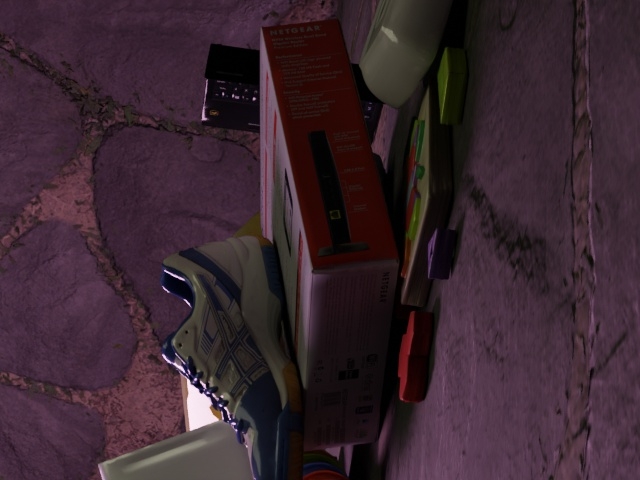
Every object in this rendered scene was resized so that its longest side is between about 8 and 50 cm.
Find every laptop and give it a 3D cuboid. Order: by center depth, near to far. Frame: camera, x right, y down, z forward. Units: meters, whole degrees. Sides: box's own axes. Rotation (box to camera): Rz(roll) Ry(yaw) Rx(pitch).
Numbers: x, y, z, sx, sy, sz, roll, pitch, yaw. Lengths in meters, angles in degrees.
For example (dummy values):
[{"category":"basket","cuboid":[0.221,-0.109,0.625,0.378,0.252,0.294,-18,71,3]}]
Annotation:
[{"category":"laptop","cuboid":[-0.034,-0.162,2.031,0.264,0.234,0.136,104,173,-57]}]

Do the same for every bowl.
[{"category":"bowl","cuboid":[0.080,-0.204,1.477,0.142,0.053,0.142,125,164,-70]}]

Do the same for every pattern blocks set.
[{"category":"pattern blocks set","cuboid":[0.092,-0.041,1.447,0.325,0.026,0.285,-88,7,-61]}]

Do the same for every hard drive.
[{"category":"hard drive","cuboid":[-0.110,0.357,1.726,0.040,0.203,0.307,-6,-104,-61]}]

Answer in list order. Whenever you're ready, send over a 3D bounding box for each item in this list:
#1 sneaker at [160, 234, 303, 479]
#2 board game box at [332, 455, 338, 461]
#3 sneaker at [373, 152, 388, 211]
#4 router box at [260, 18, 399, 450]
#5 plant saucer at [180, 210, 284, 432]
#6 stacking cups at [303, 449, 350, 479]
[{"category":"sneaker","cuboid":[-0.092,0.136,1.624,0.112,0.131,0.296,97,163,-56]},{"category":"board game box","cuboid":[-0.010,0.378,2.051,0.141,0.048,0.170,-97,15,-72]},{"category":"sneaker","cuboid":[0.038,-0.019,1.936,0.228,0.086,0.132,117,167,-49]},{"category":"router box","cuboid":[0.000,0.000,1.621,0.335,0.082,0.301,93,168,-54]},{"category":"plant saucer","cuboid":[-0.090,0.154,1.914,0.332,0.081,0.332,-69,-18,-53]},{"category":"stacking cups","cuboid":[0.004,0.283,1.774,0.316,0.096,0.096,154,124,-81]}]
